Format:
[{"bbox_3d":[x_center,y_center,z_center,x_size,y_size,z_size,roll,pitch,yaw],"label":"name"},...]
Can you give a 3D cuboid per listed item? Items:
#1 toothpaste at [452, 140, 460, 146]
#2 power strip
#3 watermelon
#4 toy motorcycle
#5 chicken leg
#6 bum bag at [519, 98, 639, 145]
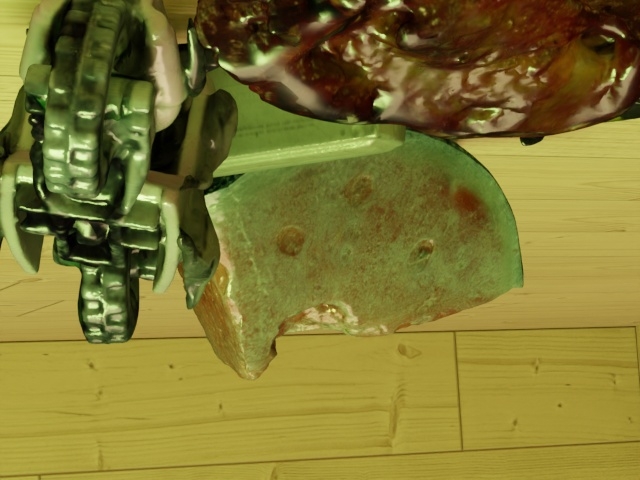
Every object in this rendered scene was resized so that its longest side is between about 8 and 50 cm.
[{"bbox_3d":[0.103,-0.070,1.660,0.037,0.021,0.140,-1,175,-7],"label":"toothpaste"},{"bbox_3d":[-0.061,-0.082,1.237,0.272,0.078,0.052,-7,174,26],"label":"power strip"},{"bbox_3d":[0.000,0.000,1.460,0.318,0.226,0.148,16,-170,-36],"label":"watermelon"},{"bbox_3d":[-0.118,-0.069,1.059,0.143,0.188,0.327,7,158,0],"label":"toy motorcycle"},{"bbox_3d":[0.126,-0.122,0.989,0.407,0.096,0.158,-3,154,-20],"label":"chicken leg"},{"bbox_3d":[0.185,-0.102,1.264,0.107,0.060,0.232,-9,180,-37],"label":"bum bag"}]
